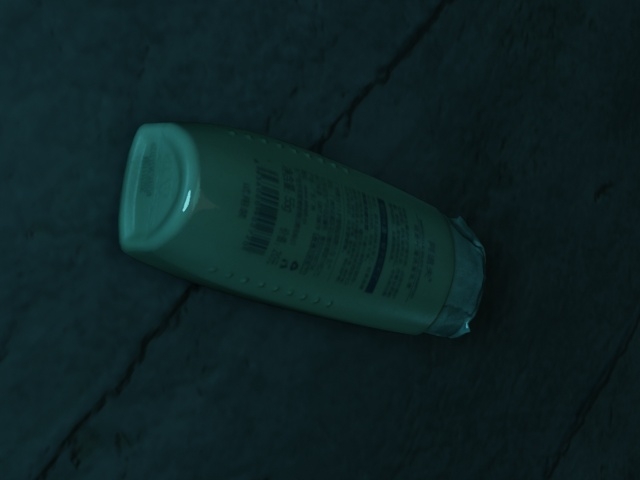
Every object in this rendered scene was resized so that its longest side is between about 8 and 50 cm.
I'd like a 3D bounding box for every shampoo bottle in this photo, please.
[{"bbox_3d":[0.000,0.000,0.667,0.212,0.049,0.072,20,71,-48],"label":"shampoo bottle"}]
